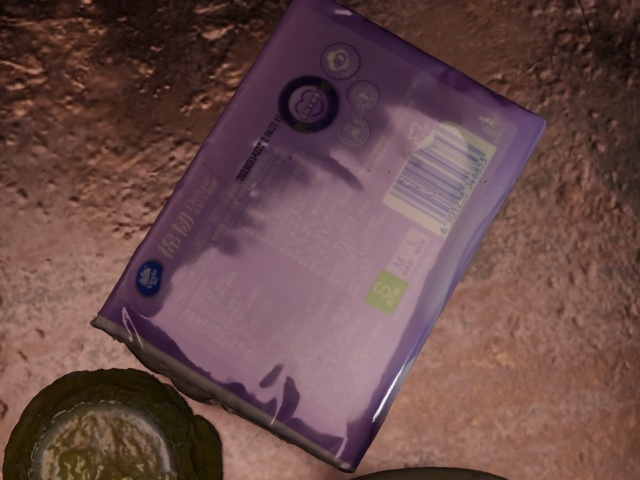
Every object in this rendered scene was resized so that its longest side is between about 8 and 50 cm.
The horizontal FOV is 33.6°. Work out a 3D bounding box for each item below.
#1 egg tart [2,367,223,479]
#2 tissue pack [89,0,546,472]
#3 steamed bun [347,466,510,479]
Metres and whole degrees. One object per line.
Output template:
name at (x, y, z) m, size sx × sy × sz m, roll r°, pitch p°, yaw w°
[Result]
egg tart at (-0.181, 0.199, 0.892) m, size 0.197 × 0.078 × 0.197 m, roll 0°, pitch 78°, yaw 0°
tissue pack at (0.000, 0.000, 0.899) m, size 0.242 × 0.160 × 0.338 m, roll 30°, pitch 80°, yaw 5°
steamed bun at (0.035, 0.303, 0.764) m, size 0.233 × 0.312 × 0.334 m, roll 28°, pitch 71°, yaw 0°
